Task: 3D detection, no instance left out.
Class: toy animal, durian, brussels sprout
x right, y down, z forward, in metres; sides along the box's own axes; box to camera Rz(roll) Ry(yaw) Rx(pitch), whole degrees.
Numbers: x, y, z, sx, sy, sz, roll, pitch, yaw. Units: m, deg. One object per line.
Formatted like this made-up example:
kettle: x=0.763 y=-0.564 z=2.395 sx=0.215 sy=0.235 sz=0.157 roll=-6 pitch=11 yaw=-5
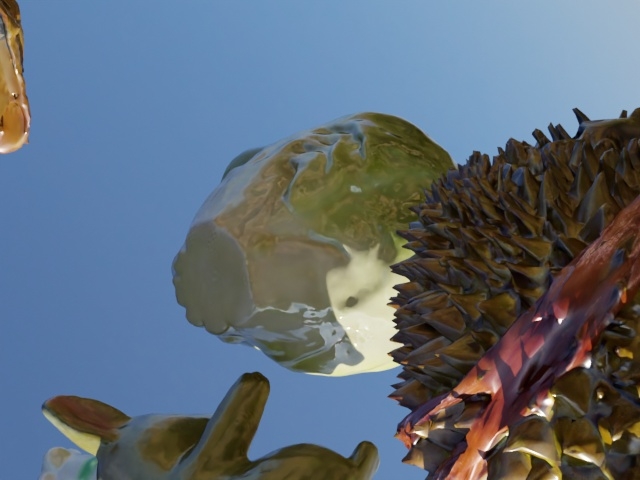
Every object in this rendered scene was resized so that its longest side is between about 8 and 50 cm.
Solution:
toy animal: x=-0.103 y=0.212 z=1.225 sx=0.363 sy=0.180 sz=0.181 roll=29 pitch=139 yaw=38
durian: x=0.211 y=0.076 z=0.795 sx=0.384 sy=0.348 sz=0.347 roll=26 pitch=-176 yaw=34
brussels sprout: x=0.014 y=0.000 z=1.308 sx=0.316 sy=0.273 sz=0.243 roll=-45 pitch=-42 yaw=-67

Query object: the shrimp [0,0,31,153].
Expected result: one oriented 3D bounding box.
shrimp: x=-0.186 y=-0.008 z=0.611 sx=0.066 sy=0.117 sz=0.262 roll=-45 pitch=-40 yaw=-56
